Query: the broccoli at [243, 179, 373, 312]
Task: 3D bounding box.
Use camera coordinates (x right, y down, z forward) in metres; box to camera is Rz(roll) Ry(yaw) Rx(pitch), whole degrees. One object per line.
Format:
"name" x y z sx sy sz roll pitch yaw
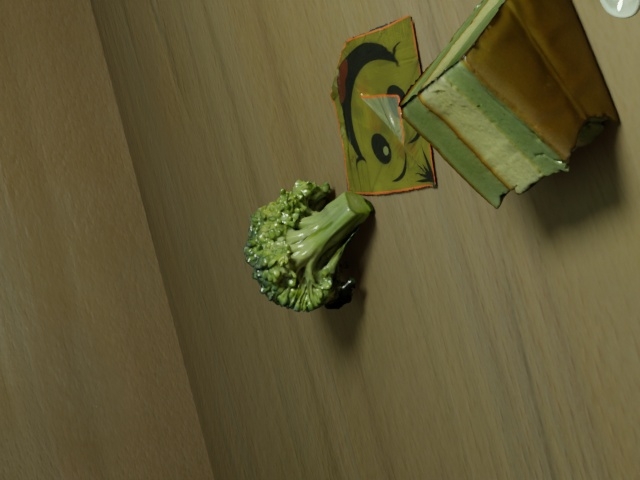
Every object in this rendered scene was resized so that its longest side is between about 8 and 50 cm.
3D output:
"broccoli" 0.000 0.000 1.378 0.247 0.263 0.243 45 124 -7

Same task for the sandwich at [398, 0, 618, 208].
"sandwich" 0.243 -0.184 0.891 0.198 0.227 0.155 42 151 -10

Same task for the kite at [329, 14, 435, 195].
"kite" 0.104 -0.197 1.242 0.327 0.013 0.377 55 145 35

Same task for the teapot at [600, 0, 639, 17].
"teapot" 0.307 -0.354 0.655 0.204 0.139 0.298 18 118 62
